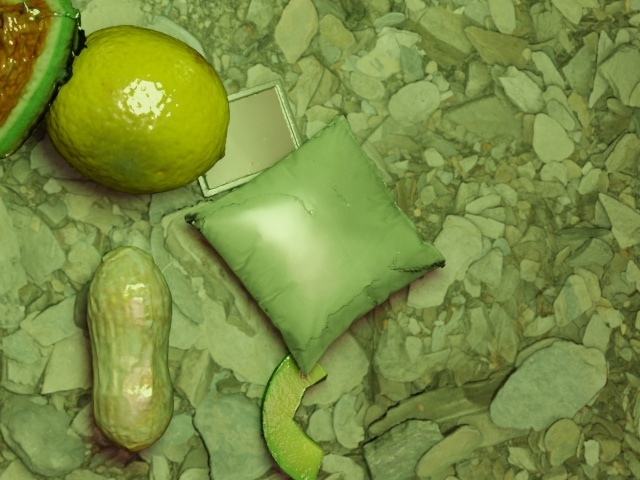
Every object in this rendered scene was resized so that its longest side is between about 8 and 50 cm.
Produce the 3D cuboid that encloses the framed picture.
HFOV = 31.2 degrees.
[{"bbox_3d":[-0.124,-0.164,1.825,0.183,0.011,0.142,-21,95,-15],"label":"framed picture"}]

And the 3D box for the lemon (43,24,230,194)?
[{"bbox_3d":[-0.265,-0.189,1.664,0.267,0.267,0.267,0,89,-16],"label":"lemon"}]

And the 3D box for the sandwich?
[{"bbox_3d":[-0.481,-0.236,1.481,0.301,0.162,0.250,-4,131,-52],"label":"sandwich"}]

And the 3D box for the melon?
[{"bbox_3d":[-0.041,0.271,1.815,0.118,0.064,0.209,17,82,-14],"label":"melon"}]

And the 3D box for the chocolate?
[{"bbox_3d":[-0.281,0.162,1.710,0.134,0.134,0.309,-2,88,-16],"label":"chocolate"}]

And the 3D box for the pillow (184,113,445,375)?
[{"bbox_3d":[0.000,0.000,1.799,0.312,0.119,0.310,-37,97,-17],"label":"pillow"}]
